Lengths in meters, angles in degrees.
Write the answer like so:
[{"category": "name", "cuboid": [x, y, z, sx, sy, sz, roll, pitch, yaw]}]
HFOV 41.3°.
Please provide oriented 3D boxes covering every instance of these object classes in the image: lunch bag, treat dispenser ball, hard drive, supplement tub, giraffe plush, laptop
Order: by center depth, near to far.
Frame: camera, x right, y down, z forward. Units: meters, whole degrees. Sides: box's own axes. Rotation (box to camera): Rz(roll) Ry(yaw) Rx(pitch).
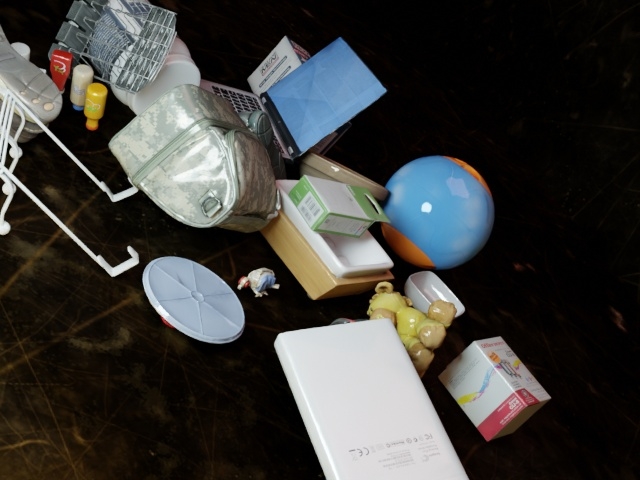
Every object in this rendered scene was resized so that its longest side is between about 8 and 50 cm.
[{"category": "hard drive", "cuboid": [0.085, 0.298, 1.449, 0.233, 0.047, 0.353, -5, 52, -27]}, {"category": "lunch bag", "cuboid": [-0.213, -0.133, 1.632, 0.256, 0.213, 0.305, 55, 10, 8]}, {"category": "giraffe plush", "cuboid": [0.174, 0.168, 1.767, 0.171, 0.181, 0.210, 28, 25, 8]}, {"category": "supplement tub", "cuboid": [-0.408, -0.417, 1.884, 0.191, 0.191, 0.272, -3, 48, -54]}, {"category": "laptop", "cuboid": [-0.120, -0.375, 2.014, 0.408, 0.236, 0.382, 12, 27, -24]}, {"category": "treat dispenser ball", "cuboid": [0.290, -0.069, 2.130, 0.288, 0.288, 0.288, 30, 27, -18]}]

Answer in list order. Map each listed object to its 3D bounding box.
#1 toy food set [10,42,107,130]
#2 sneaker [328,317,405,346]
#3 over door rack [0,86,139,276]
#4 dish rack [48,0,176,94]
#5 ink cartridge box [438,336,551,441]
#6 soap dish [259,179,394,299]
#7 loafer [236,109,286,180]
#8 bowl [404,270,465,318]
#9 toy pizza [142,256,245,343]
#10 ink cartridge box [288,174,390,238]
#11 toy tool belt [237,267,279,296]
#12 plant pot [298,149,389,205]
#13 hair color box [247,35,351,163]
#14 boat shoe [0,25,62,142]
[{"category": "toy food set", "cuboid": [-0.540, -0.307, 1.686, 0.232, 0.104, 0.111, 12, 47, -13]}, {"category": "sneaker", "cuboid": [0.134, 0.251, 1.634, 0.276, 0.097, 0.135, 48, 29, 19]}, {"category": "over door rack", "cuboid": [-0.456, -0.088, 1.422, 0.324, 0.108, 0.239, 39, 22, -35]}, {"category": "dish rack", "cuboid": [-0.419, -0.409, 1.745, 0.272, 0.208, 0.074, 23, -4, 21]}, {"category": "ink cartridge box", "cuboid": [0.369, 0.312, 1.811, 0.128, 0.127, 0.176, 1, 45, -52]}, {"category": "soap dish", "cuboid": [0.000, 0.000, 1.837, 0.291, 0.118, 0.229, 51, 28, 23]}, {"category": "loafer", "cuboid": [-0.137, -0.176, 1.858, 0.084, 0.267, 0.096, 8, 48, 20]}, {"category": "bowl", "cuboid": [0.266, 0.144, 2.029, 0.142, 0.053, 0.142, 48, 28, 19]}, {"category": "toy pizza", "cuboid": [-0.222, 0.107, 1.477, 0.201, 0.032, 0.201, 31, 26, -17]}, {"category": "ink cartridge box", "cuboid": [0.042, -0.067, 1.790, 0.209, 0.062, 0.109, 7, 41, -48]}, {"category": "toy tool belt", "cuboid": [-0.115, 0.083, 1.632, 0.051, 0.052, 0.083, 38, 25, 17]}, {"category": "plant pot", "cuboid": [0.038, -0.127, 2.056, 0.237, 0.109, 0.237, 25, 6, -3]}, {"category": "hair color box", "cuboid": [-0.062, -0.373, 2.274, 0.105, 0.174, 0.347, 25, 29, -43]}, {"category": "boat shoe", "cuboid": [-0.623, -0.316, 1.521, 0.355, 0.130, 0.132, 48, 30, 6]}]
